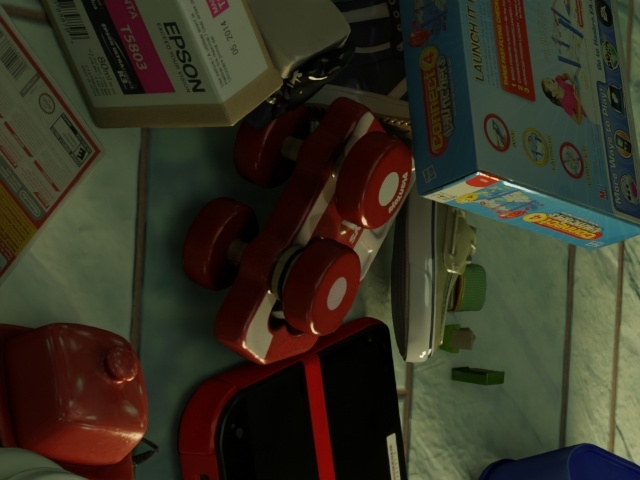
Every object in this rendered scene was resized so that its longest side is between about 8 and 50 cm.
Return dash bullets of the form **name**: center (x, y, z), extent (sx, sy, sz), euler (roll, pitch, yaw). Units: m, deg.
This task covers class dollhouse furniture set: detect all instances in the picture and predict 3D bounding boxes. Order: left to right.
- **dollhouse furniture set**: center (0.196, 0.103, 2.181), extent (0.076, 0.059, 0.151), euler (1, 91, -48)

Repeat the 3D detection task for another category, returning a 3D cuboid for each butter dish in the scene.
- **butter dish**: center (-0.220, 0.138, 1.654), extent (0.160, 0.118, 0.160), euler (17, 49, -44)

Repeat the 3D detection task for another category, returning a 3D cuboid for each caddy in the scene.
- **caddy**: center (0.324, 0.403, 2.258), extent (0.341, 0.179, 0.241), euler (27, 50, -44)

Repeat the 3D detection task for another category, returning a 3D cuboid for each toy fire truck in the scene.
- **toy fire truck**: center (0.000, 0.000, 1.889), extent (0.302, 0.169, 0.254), euler (-64, 153, -9)

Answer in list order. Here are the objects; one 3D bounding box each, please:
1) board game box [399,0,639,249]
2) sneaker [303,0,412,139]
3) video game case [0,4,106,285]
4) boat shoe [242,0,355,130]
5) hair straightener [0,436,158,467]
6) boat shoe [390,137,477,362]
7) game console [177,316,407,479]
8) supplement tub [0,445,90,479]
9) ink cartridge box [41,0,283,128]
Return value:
- **board game box**: center (0.224, -0.169, 1.930), extent (0.302, 0.086, 0.308), euler (16, 62, -42)
- **sneaker**: center (0.113, -0.195, 1.986), extent (0.282, 0.099, 0.153), euler (9, 80, -17)
- **video game case**: center (-0.334, -0.057, 1.617), extent (0.285, 0.025, 0.204), euler (-56, 129, -30)
- **boat shoe**: center (-0.116, -0.262, 1.762), extent (0.127, 0.158, 0.340), euler (-30, 78, -31)
- **hair straightener**: center (-0.245, 0.197, 1.712), extent (0.230, 0.047, 0.089), euler (3, 90, -48)
- **boat shoe**: center (0.138, -0.006, 2.058), extent (0.094, 0.109, 0.302), euler (3, 88, -8)
- **game console**: center (-0.014, 0.310, 1.976), extent (0.342, 0.060, 0.386), euler (-21, 108, -51)
- **supplement tub**: center (-0.312, 0.263, 1.475), extent (0.191, 0.272, 0.191), euler (-4, 95, -48)
- **ink cartridge box**: center (-0.168, -0.225, 1.665), extent (0.088, 0.193, 0.234), euler (-43, 121, -38)
